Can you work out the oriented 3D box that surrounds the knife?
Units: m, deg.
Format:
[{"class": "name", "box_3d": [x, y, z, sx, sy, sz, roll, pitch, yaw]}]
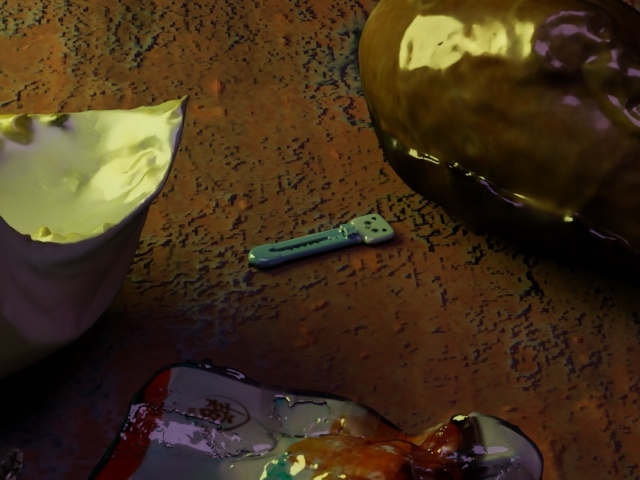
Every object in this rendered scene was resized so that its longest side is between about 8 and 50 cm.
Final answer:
[{"class": "knife", "box_3d": [0.000, 0.000, 1.205, 0.096, 0.010, 0.027, -15, 39, -24]}]

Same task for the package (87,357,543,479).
[{"class": "package", "box_3d": [-0.003, 0.127, 1.004, 0.232, 0.040, 0.166, 13, 37, 14]}]

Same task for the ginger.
[{"class": "ginger", "box_3d": [0.143, -0.071, 1.193, 0.321, 0.172, 0.165, 36, 86, 33]}]

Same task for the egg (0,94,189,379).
[{"class": "egg", "box_3d": [-0.203, 0.004, 1.059, 0.206, 0.162, 0.271, -11, -11, 30]}]

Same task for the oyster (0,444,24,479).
[{"class": "oyster", "box_3d": [-0.187, 0.161, 0.942, 0.106, 0.061, 0.200, -6, 30, 17]}]
